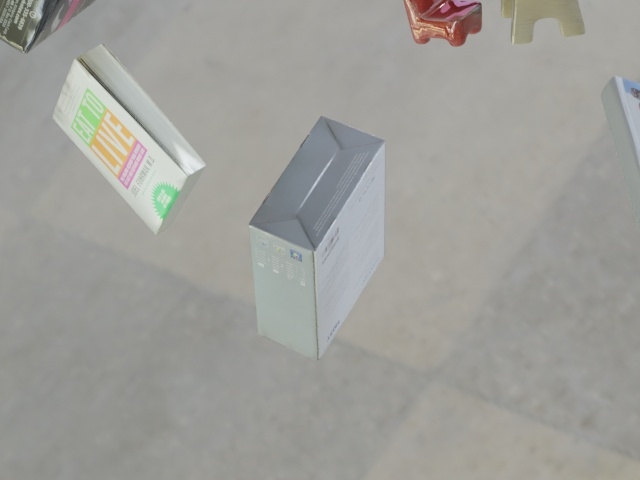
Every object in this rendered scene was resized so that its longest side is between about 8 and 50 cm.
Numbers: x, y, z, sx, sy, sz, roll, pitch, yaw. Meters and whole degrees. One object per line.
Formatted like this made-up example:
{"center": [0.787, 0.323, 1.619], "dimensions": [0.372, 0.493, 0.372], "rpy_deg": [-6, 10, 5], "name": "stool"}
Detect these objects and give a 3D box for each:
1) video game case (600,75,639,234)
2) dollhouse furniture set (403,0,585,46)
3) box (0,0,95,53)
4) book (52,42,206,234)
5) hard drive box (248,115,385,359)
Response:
{"center": [0.444, -0.014, 1.991], "dimensions": [0.329, 0.300, 0.036], "rpy_deg": [-96, 29, -47], "name": "video game case"}
{"center": [0.148, -0.337, 2.128], "dimensions": [0.201, 0.152, 0.374], "rpy_deg": [-10, 26, 1], "name": "dollhouse furniture set"}
{"center": [-0.241, -0.306, 1.779], "dimensions": [0.165, 0.143, 0.270], "rpy_deg": [-61, -3, 31], "name": "box"}
{"center": [-0.167, -0.086, 1.713], "dimensions": [0.035, 0.144, 0.096], "rpy_deg": [-34, -14, -39], "name": "book"}
{"center": [0.000, 0.000, 2.327], "dimensions": [0.089, 0.232, 0.181], "rpy_deg": [23, 58, 17], "name": "hard drive box"}
